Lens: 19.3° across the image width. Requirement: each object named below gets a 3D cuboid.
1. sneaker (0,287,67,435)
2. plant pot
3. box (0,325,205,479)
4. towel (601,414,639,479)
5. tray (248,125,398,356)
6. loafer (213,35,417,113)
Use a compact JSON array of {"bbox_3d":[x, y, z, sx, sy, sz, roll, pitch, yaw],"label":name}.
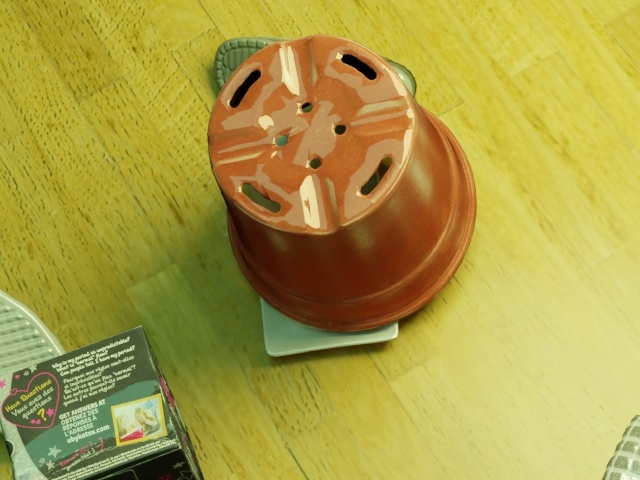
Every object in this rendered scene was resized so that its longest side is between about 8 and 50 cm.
[{"bbox_3d":[-0.386,0.093,2.010,0.321,0.127,0.126,42,79,-2],"label":"sneaker"},{"bbox_3d":[0.010,-0.069,1.892,0.272,0.265,0.272,-3,75,10],"label":"plant pot"},{"bbox_3d":[-0.209,0.214,1.845,0.163,0.247,0.142,-19,61,-3],"label":"box"},{"bbox_3d":[0.382,0.321,1.792,0.284,0.121,0.235,22,68,17],"label":"towel"},{"bbox_3d":[0.000,0.000,2.053,0.145,0.030,0.270,-8,62,2],"label":"tray"},{"bbox_3d":[-0.002,-0.178,2.124,0.251,0.087,0.094,14,107,22],"label":"loafer"}]
